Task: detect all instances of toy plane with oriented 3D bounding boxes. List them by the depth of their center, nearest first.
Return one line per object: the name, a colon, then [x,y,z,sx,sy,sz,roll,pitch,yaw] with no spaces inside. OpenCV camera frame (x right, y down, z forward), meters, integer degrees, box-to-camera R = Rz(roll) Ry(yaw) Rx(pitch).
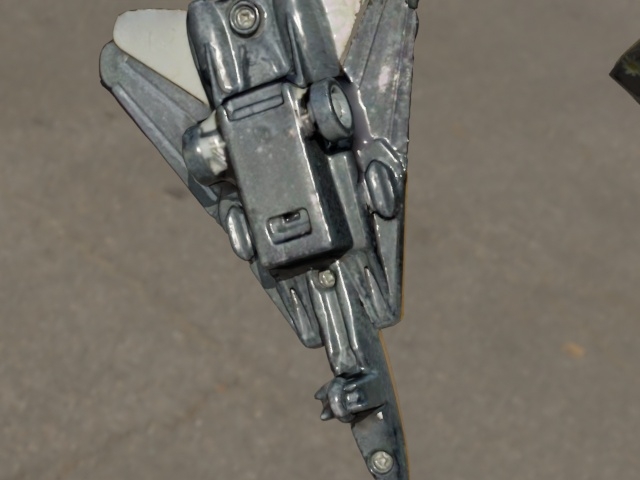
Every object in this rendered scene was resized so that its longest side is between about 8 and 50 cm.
toy plane: [-0.005,-0.001,1.039,0.103,0.204,0.316,11,63,-66]

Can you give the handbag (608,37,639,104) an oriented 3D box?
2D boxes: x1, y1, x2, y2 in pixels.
handbag: [0.157,-0.024,0.536,0.072,0.115,0.139,-10,73,-30]
